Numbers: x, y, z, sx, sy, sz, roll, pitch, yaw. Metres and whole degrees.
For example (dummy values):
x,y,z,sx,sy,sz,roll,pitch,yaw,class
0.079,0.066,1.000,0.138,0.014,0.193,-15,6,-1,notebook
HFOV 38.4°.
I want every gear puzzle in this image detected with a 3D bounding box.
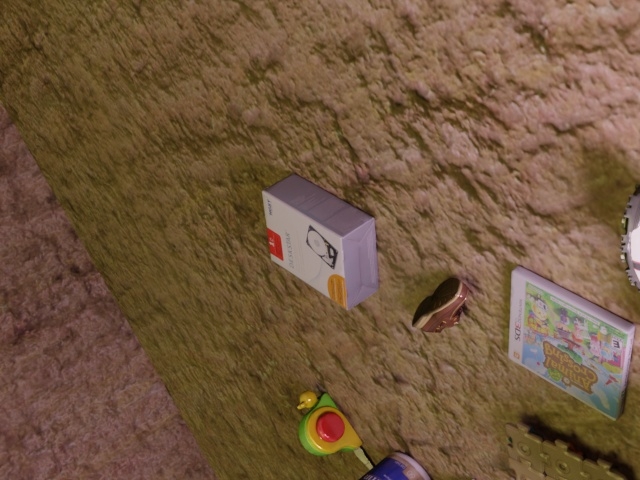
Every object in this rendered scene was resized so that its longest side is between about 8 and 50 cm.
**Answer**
x,y,z,sx,sy,sz,roll,pitch,yaw,class
0.462,0.415,1.548,0.339,0.044,0.175,19,131,44,gear puzzle

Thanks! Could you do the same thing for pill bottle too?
x,y,z,sx,sy,sz,roll,pitch,yaw,class
0.115,0.595,2.002,0.153,0.264,0.153,36,144,32,pill bottle

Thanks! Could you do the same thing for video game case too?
x,y,z,sx,sy,sz,roll,pitch,yaw,class
0.384,0.160,1.435,0.212,0.023,0.193,31,141,39,video game case

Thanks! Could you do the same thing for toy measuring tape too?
x,y,z,sx,sy,sz,roll,pitch,yaw,class
0.042,0.505,2.181,0.330,0.121,0.121,56,150,4,toy measuring tape

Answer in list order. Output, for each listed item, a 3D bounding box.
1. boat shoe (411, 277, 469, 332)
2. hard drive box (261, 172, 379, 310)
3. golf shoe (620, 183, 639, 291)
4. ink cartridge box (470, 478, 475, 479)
x,y,z,sx,sy,sz,roll,pitch,yaw,class
0.221,0.118,1.613,0.060,0.064,0.178,26,151,-6,boat shoe
0.000,0.000,1.795,0.232,0.089,0.181,31,140,39,hard drive box
0.461,0.046,1.162,0.120,0.105,0.273,-4,121,40,golf shoe
0.284,0.635,1.817,0.171,0.232,0.168,34,143,35,ink cartridge box
